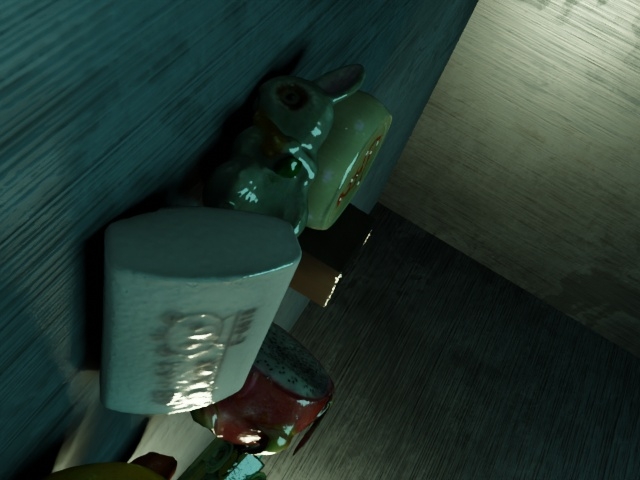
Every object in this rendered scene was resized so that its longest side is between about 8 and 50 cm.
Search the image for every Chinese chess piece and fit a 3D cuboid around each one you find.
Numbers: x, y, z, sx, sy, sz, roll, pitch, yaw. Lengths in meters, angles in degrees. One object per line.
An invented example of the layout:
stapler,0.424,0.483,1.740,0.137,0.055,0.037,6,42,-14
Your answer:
Chinese chess piece,0.029,-0.146,0.945,0.273,0.102,0.273,-56,173,-10

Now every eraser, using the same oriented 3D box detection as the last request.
eraser,-0.141,0.087,0.549,0.270,0.174,0.094,117,-36,-44

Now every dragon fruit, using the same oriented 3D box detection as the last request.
dragon fruit,-0.133,0.268,0.945,0.189,0.291,0.290,-52,174,4

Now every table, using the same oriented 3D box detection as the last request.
table,0.000,0.000,1.112,0.193,0.169,0.172,-55,173,-33

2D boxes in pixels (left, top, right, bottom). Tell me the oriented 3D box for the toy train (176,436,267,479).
toy train,-0.237,0.481,0.970,0.307,0.126,0.190,-45,-152,-21

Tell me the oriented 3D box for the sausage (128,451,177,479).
sausage,-0.369,0.483,0.918,0.102,0.102,0.330,-60,172,12

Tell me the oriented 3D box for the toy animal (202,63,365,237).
toy animal,-0.041,-0.119,0.590,0.251,0.127,0.125,-64,148,-13

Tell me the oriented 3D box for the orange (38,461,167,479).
orange,-0.287,0.404,0.609,0.279,0.235,0.279,-54,157,-35
